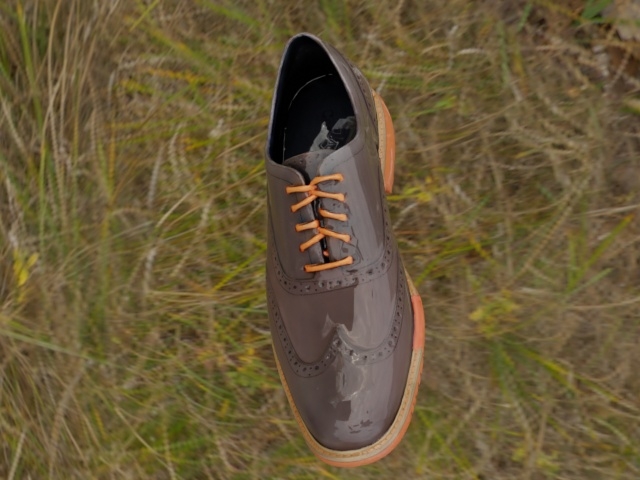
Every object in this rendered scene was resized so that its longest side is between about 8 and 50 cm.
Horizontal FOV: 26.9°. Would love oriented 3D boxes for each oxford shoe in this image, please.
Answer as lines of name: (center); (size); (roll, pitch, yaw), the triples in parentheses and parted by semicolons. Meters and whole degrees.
oxford shoe: (0.000, 0.000, 0.800); (0.097, 0.098, 0.271); (-14, 59, 13)
